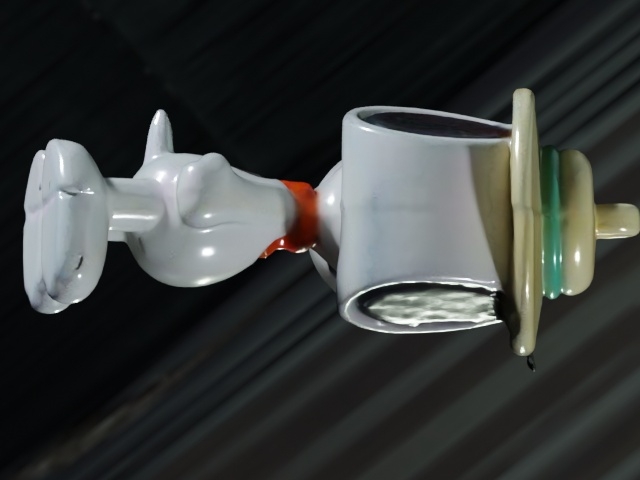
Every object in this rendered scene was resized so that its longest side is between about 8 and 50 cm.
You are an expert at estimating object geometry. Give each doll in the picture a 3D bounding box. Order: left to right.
[{"bbox_3d":[0.001,-0.002,1.002,0.271,0.144,0.208,3,172,-38],"label":"doll"}]
